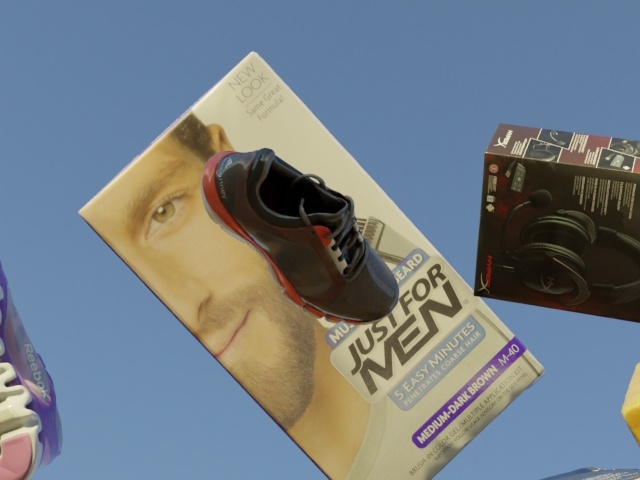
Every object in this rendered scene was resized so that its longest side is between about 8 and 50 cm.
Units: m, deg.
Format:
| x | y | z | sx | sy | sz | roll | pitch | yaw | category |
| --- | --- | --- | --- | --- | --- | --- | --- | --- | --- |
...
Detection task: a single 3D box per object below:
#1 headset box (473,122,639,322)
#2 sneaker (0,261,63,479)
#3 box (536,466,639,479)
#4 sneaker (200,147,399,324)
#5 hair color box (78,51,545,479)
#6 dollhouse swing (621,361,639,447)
| x | y | z | sx | sy | sz | roll | pitch | yaw | category |
| --- | --- | --- | --- | --- | --- | --- | --- | --- | --- |
| 0.102 | -0.005 | 0.454 | 0.083 | 0.032 | 0.062 | 10 | -60 | 16 | headset box |
| -0.281 | 0.102 | 1.047 | 0.095 | 0.104 | 0.236 | -22 | -103 | 14 | sneaker |
| 0.182 | 0.321 | 0.845 | 0.183 | 0.294 | 0.296 | -15 | -101 | -2 | box |
| 0.000 | 0.000 | 0.732 | 0.158 | 0.061 | 0.065 | 36 | -33 | -29 | sneaker |
| -0.008 | 0.039 | 0.967 | 0.185 | 0.110 | 0.339 | -43 | -86 | -3 | hair color box |
| 0.390 | 0.164 | 0.721 | 0.315 | 0.305 | 0.347 | -32 | -93 | 42 | dollhouse swing |
